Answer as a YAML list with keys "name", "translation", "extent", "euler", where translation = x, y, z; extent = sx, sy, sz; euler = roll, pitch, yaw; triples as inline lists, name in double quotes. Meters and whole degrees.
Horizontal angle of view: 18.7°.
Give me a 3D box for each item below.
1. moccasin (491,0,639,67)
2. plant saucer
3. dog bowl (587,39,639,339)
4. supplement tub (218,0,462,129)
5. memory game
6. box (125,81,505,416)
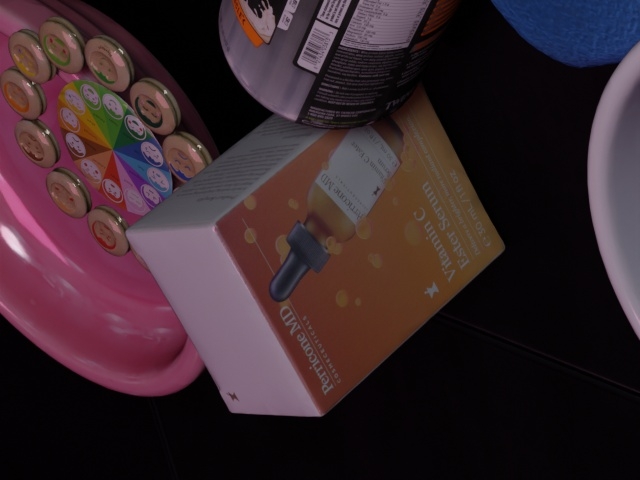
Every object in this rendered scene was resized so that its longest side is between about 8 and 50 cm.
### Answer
- name: "moccasin"
  translation: [0.066, -0.237, 0.838]
  extent: [0.137, 0.117, 0.342]
  euler: [-1, 126, 47]
- name: "plant saucer"
  translation: [-0.174, -0.046, 1.356]
  extent: [0.332, 0.084, 0.332]
  euler: [32, 144, 27]
- name: "dog bowl"
  translation: [0.244, -0.003, 0.796]
  extent: [0.265, 0.104, 0.265]
  euler: [35, 145, 29]
- name: "supplement tub"
  translation: [0.022, -0.151, 0.979]
  extent: [0.117, 0.117, 0.190]
  euler: [43, 147, 11]
- name: "memory game"
  translation: [-0.132, -0.055, 1.207]
  extent: [0.186, 0.012, 0.186]
  euler: [30, 142, 27]
- name: "box"
  translation: [0.000, 0.000, 1.110]
  extent: [0.091, 0.170, 0.130]
  euler: [-4, 121, 52]
